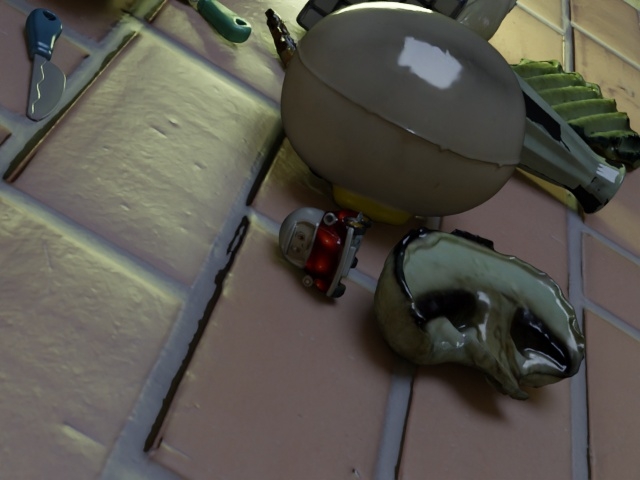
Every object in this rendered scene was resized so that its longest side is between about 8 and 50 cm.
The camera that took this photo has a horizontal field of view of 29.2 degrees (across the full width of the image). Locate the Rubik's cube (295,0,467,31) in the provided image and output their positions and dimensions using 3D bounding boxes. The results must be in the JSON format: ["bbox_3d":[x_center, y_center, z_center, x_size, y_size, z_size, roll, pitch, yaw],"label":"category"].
[{"bbox_3d":[0.130,-0.449,2.276,0.237,0.238,0.237,36,27,-3],"label":"Rubik's cube"}]

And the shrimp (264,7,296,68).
[{"bbox_3d":[-0.019,-0.327,2.147,0.148,0.035,0.195,1,51,-42],"label":"shrimp"}]

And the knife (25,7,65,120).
[{"bbox_3d":[-0.372,-0.235,1.666,0.058,0.032,0.244,26,34,-34],"label":"knife"}]

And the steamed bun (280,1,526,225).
[{"bbox_3d":[0.124,-0.194,1.828,0.374,0.334,0.334,23,32,-20],"label":"steamed bun"}]

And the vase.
[{"bbox_3d":[0.390,-0.193,2.270,0.360,0.165,0.165,34,29,-10],"label":"vase"}]

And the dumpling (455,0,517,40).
[{"bbox_3d":[0.257,-0.502,2.580,0.260,0.181,0.341,24,54,24],"label":"dumpling"}]

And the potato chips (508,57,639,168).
[{"bbox_3d":[0.538,-0.281,2.637,0.358,0.070,0.429,44,29,21],"label":"potato chips"}]

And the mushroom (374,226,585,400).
[{"bbox_3d":[0.200,0.111,1.661,0.344,0.130,0.247,7,56,-39],"label":"mushroom"}]

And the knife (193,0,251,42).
[{"bbox_3d":[-0.219,-0.416,2.090,0.260,0.034,0.063,40,36,21],"label":"knife"}]

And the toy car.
[{"bbox_3d":[0.000,0.000,1.640,0.112,0.112,0.139,20,19,5],"label":"toy car"}]
